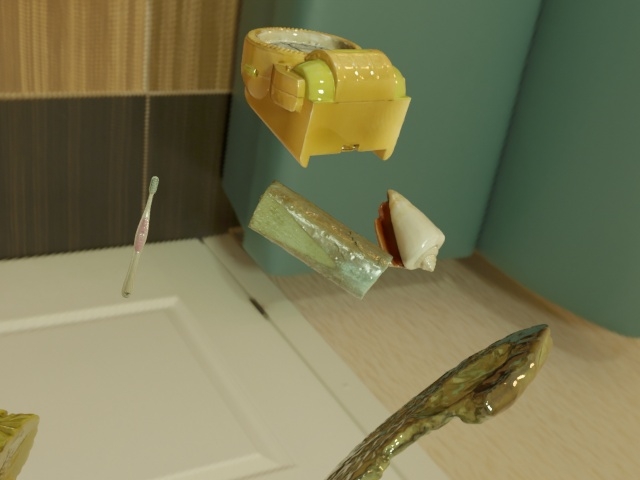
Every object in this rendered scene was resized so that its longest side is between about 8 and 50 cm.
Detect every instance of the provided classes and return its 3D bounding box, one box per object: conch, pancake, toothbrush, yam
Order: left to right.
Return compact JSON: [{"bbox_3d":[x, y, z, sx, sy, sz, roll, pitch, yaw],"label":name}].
[{"bbox_3d":[-0.281,-0.004,1.332,0.017,0.022,0.204,15,105,-11],"label":"toothbrush"},{"bbox_3d":[0.000,0.000,0.971,0.169,0.068,0.068,33,98,-4],"label":"yam"},{"bbox_3d":[0.149,-0.013,1.505,0.094,0.176,0.104,-20,156,-46],"label":"conch"},{"bbox_3d":[0.065,0.132,0.593,0.235,0.029,0.212,-39,173,10],"label":"pancake"}]

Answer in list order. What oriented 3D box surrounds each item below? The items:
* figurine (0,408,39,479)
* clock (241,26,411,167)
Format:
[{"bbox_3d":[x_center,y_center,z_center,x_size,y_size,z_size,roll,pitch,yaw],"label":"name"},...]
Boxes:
[{"bbox_3d":[-0.649,0.310,1.385,0.315,0.168,0.187,23,89,4],"label":"figurine"},{"bbox_3d":[-0.016,-0.288,1.572,0.244,0.317,0.200,-6,122,-36],"label":"clock"}]
